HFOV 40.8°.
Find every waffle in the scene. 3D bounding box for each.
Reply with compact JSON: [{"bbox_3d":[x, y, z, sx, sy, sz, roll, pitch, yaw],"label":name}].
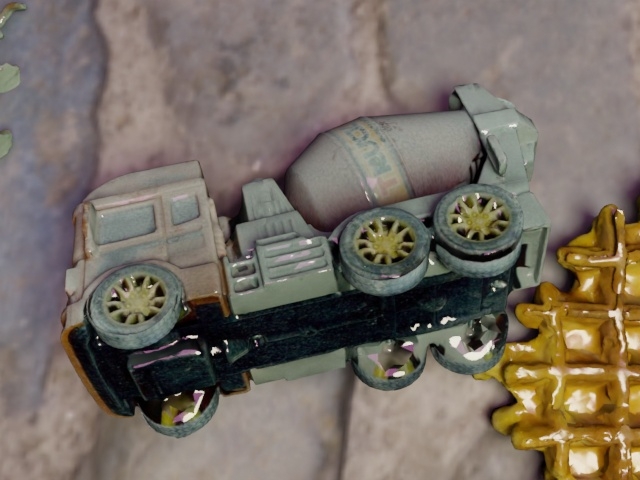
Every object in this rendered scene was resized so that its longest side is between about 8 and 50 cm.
[{"bbox_3d":[0.220,0.081,0.478,0.229,0.051,0.231,-41,86,-8],"label":"waffle"}]

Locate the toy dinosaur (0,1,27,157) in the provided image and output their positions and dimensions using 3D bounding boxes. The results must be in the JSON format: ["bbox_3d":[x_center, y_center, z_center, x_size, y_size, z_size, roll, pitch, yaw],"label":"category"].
[{"bbox_3d":[-0.226,-0.084,0.492,0.106,0.044,0.187,37,94,17],"label":"toy dinosaur"}]

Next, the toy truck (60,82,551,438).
[{"bbox_3d":[0.000,0.000,0.451,0.257,0.108,0.140,-12,52,-3],"label":"toy truck"}]
